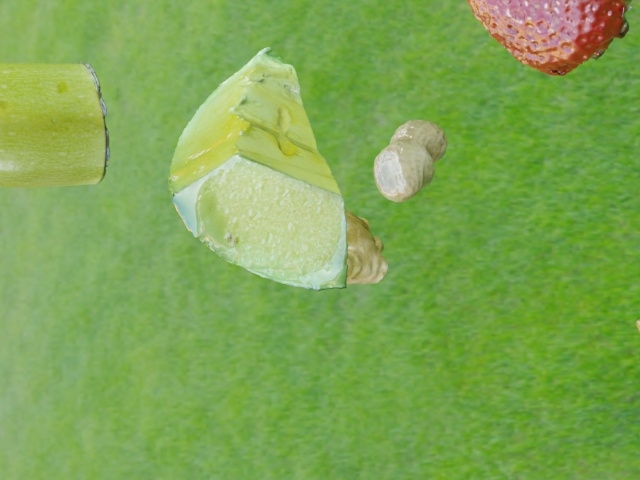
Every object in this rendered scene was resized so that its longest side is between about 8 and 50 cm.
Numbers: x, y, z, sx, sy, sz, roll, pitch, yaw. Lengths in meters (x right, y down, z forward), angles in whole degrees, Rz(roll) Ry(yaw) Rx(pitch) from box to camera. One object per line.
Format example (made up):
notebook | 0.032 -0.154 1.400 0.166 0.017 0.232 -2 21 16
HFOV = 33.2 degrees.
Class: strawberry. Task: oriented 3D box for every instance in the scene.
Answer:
strawberry | 0.347 -0.398 1.668 0.257 0.277 0.257 -61 1 1

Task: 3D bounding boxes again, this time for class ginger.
ginger | 0.000 0.000 1.501 0.216 0.157 0.102 36 120 46

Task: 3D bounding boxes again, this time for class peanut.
peanut | 0.159 -0.145 1.868 0.104 0.228 0.086 44 130 -10

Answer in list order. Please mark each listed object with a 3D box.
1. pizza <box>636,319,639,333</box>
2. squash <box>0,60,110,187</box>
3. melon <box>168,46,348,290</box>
pizza | 0.578 0.191 1.435 0.258 0.087 0.268 -6 124 27
squash | -0.291 -0.103 0.974 0.123 0.187 0.123 10 103 54
melon | -0.057 -0.087 1.139 0.124 0.196 0.323 -52 22 24
